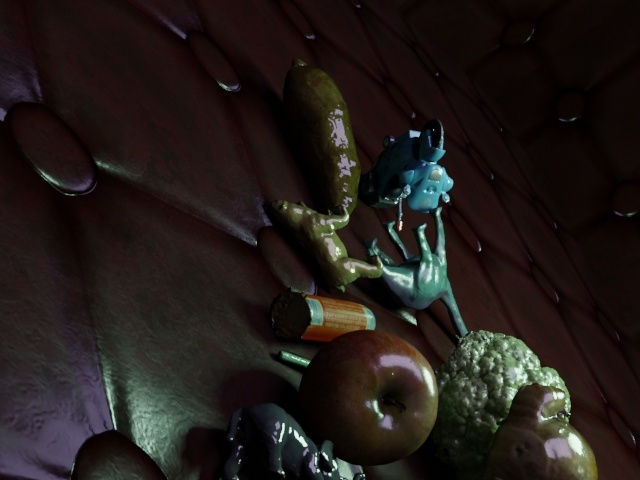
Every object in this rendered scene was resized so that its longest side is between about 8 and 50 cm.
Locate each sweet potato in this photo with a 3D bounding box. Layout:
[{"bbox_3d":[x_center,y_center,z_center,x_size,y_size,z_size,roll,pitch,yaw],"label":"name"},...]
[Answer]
[{"bbox_3d":[0.008,-0.188,2.052,0.130,0.130,0.423,28,41,-49],"label":"sweet potato"}]

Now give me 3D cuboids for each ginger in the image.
[{"bbox_3d":[0.309,0.399,1.566,0.256,0.176,0.375,26,71,-20],"label":"ginger"}]

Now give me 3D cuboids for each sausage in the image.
[{"bbox_3d":[0.018,0.128,1.639,0.264,0.083,0.083,16,42,-60],"label":"sausage"}]

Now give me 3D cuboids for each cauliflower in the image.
[{"bbox_3d":[0.277,0.297,1.775,0.272,0.275,0.250,31,-14,-17],"label":"cauliflower"}]

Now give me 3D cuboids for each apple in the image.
[{"bbox_3d":[0.064,0.217,1.438,0.188,0.188,0.174,51,-20,-7],"label":"apple"}]

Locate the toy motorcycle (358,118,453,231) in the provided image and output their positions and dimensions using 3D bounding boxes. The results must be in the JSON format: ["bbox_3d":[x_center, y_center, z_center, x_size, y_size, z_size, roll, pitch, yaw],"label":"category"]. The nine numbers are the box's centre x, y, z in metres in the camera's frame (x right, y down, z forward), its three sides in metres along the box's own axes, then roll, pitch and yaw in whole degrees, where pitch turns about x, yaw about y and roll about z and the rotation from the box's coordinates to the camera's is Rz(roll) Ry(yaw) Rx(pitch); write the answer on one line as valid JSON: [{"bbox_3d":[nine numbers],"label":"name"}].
[{"bbox_3d":[0.178,-0.131,2.157,0.123,0.272,0.182,9,71,-26],"label":"toy motorcycle"}]

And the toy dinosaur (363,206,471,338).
[{"bbox_3d":[0.205,0.122,2.012,0.383,0.129,0.331,-33,108,-61],"label":"toy dinosaur"}]

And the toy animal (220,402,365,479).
[{"bbox_3d":[-0.021,0.292,1.284,0.269,0.082,0.137,38,27,-34],"label":"toy animal"}]

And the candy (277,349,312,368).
[{"bbox_3d":[0.053,0.218,1.596,0.323,0.097,0.097,24,35,-37],"label":"candy"}]

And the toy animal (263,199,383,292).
[{"bbox_3d":[0.000,0.000,1.799,0.101,0.103,0.219,-36,94,-45],"label":"toy animal"}]
